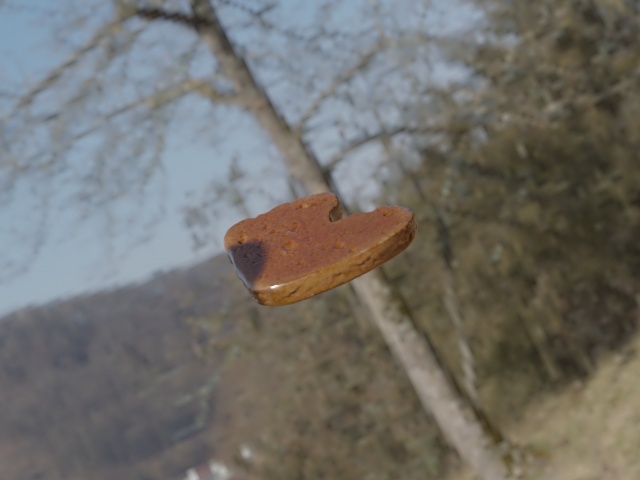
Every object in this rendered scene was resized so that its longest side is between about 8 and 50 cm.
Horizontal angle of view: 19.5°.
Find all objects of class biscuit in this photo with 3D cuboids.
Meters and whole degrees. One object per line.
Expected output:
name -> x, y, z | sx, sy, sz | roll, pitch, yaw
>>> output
biscuit -> 0.000, 0.000, 1.925 | 0.186, 0.036, 0.192 | -26, 27, -5
